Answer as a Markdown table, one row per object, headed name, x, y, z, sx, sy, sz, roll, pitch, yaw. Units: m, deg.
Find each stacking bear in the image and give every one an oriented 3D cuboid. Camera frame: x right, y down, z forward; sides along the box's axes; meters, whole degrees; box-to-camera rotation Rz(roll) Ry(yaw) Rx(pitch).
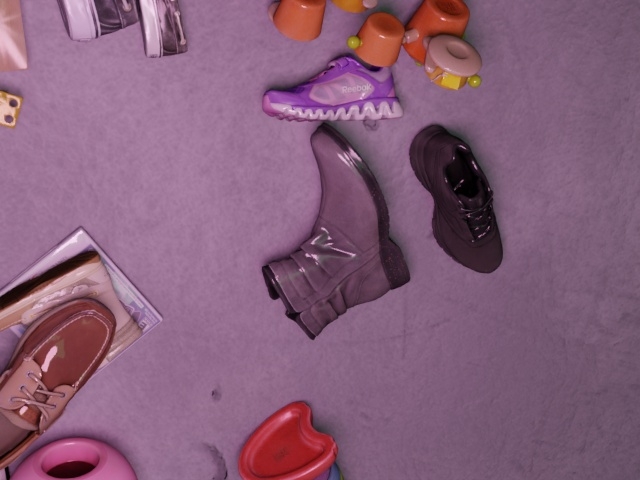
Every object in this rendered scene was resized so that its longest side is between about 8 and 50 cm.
| name | x | y | z | sx | sy | sz | roll | pitch | yaw |
| --- | --- | --- | --- | --- | --- | --- | --- | --- | --- |
| stacking bear | -0.015 | 0.459 | 1.460 | 0.164 | 0.175 | 0.289 | -32 | 120 | -11 |

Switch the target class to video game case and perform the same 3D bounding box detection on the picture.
| name | x | y | z | sx | sy | sz | roll | pitch | yaw |
| --- | --- | --- | --- | --- | --- | --- | --- | --- | --- |
| video game case | -0.380 | 0.110 | 1.302 | 0.183 | 0.023 | 0.201 | -39 | 114 | -5 |

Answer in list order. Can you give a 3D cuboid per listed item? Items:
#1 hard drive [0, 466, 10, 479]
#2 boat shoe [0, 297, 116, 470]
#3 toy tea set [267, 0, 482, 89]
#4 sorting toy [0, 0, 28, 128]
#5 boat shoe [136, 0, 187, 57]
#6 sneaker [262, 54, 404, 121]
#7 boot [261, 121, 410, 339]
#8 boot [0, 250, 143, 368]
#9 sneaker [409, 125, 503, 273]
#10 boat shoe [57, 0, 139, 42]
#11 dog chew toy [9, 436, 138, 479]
| name | x | y | z | sx | sy | sz | roll | pitch | yaw |
| --- | --- | --- | --- | --- | --- | --- | --- | --- | --- |
| hard drive | -0.602 | 0.408 | 1.288 | 0.236 | 0.064 | 0.339 | -7 | 106 | -17 |
| boat shoe | -0.406 | 0.221 | 1.181 | 0.123 | 0.116 | 0.324 | 38 | 100 | -27 |
| toy tea set | 0.085 | -0.317 | 1.285 | 0.336 | 0.200 | 0.124 | 18 | 140 | -7 |
| sorting toy | -0.478 | -0.289 | 1.144 | 0.132 | 0.046 | 0.275 | -8 | 107 | -17 |
| boat shoe | -0.232 | -0.375 | 1.194 | 0.070 | 0.078 | 0.219 | -11 | 116 | -15 |
| sneaker | 0.019 | -0.239 | 1.312 | 0.236 | 0.095 | 0.105 | -6 | 100 | -23 |
| boot | 0.000 | 0.000 | 1.338 | 0.222 | 0.118 | 0.338 | -29 | 118 | -9 |
| boot | -0.394 | 0.132 | 1.252 | 0.213 | 0.077 | 0.165 | -29 | 114 | -9 |
| sneaker | 0.246 | -0.055 | 1.415 | 0.109 | 0.130 | 0.286 | -34 | 114 | -9 |
| boat shoe | -0.329 | -0.445 | 1.128 | 0.119 | 0.121 | 0.335 | -20 | 121 | -21 |
| dog chew toy | -0.388 | 0.481 | 1.314 | 0.206 | 0.206 | 0.332 | -3 | 113 | -18 |
